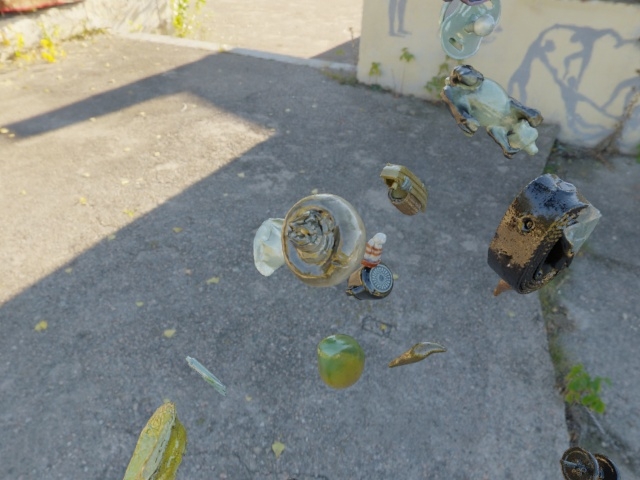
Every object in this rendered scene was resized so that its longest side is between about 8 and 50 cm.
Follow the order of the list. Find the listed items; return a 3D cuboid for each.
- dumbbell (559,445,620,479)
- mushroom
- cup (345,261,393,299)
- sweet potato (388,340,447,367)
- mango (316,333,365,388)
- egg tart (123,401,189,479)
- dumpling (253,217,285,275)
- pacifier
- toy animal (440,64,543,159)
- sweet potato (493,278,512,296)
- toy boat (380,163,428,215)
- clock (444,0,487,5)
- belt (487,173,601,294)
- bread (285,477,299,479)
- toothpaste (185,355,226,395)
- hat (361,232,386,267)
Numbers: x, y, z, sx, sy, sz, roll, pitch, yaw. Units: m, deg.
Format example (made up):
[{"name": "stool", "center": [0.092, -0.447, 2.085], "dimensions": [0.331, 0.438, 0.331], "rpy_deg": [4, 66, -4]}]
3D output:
[{"name": "dumbbell", "center": [0.468, 0.400, 0.750], "dimensions": [0.147, 0.069, 0.069], "rpy_deg": [24, 33, -19]}, {"name": "mushroom", "center": [0.000, 0.000, 1.031], "dimensions": [0.226, 0.227, 0.178], "rpy_deg": [22, 9, 24]}, {"name": "cup", "center": [0.194, 0.188, 1.881], "dimensions": [0.223, 0.169, 0.176], "rpy_deg": [-22, -1, -31]}, {"name": "sweet potato", "center": [0.328, 0.407, 1.535], "dimensions": [0.069, 0.249, 0.060], "rpy_deg": [17, 49, -46]}, {"name": "mango", "center": [0.048, 0.299, 1.073], "dimensions": [0.130, 0.195, 0.092], "rpy_deg": [-41, 46, -3]}, {"name": "egg tart", "center": [-0.487, 0.649, 1.294], "dimensions": [0.120, 0.315, 0.315], "rpy_deg": [30, 33, -19]}, {"name": "dumpling", "center": [-0.196, 0.016, 1.782], "dimensions": [0.252, 0.179, 0.131], "rpy_deg": [-55, 37, -7]}, {"name": "pacifier", "center": [0.316, -0.455, 0.896], "dimensions": [0.126, 0.150, 0.117], "rpy_deg": [34, 19, -24]}, {"name": "toy animal", "center": [0.310, -0.226, 0.775], "dimensions": [0.225, 0.094, 0.121], "rpy_deg": [27, 31, -11]}, {"name": "sweet potato", "center": [0.738, 0.152, 1.619], "dimensions": [0.072, 0.314, 0.066], "rpy_deg": [9, 72, -3]}, {"name": "toy boat", "center": [0.278, -0.154, 1.415], "dimensions": [0.089, 0.116, 0.310], "rpy_deg": [16, -4, 30]}, {"name": "clock", "center": [0.301, -0.484, 0.798], "dimensions": [0.152, 0.110, 0.050], "rpy_deg": [-29, 78, -27]}, {"name": "belt", "center": [0.516, -0.001, 0.995], "dimensions": [0.184, 0.289, 0.164], "rpy_deg": [-14, 46, -18]}, {"name": "bread", "center": [-0.049, 0.737, 1.125], "dimensions": [0.113, 0.417, 0.165], "rpy_deg": [-25, 57, -16]}, {"name": "toothpaste", "center": [-0.384, 0.447, 1.445], "dimensions": [0.197, 0.048, 0.029], "rpy_deg": [30, 38, 26]}, {"name": "hat", "center": [0.221, 0.030, 1.777], "dimensions": [0.112, 0.163, 0.094], "rpy_deg": [-8, 41, -35]}]
